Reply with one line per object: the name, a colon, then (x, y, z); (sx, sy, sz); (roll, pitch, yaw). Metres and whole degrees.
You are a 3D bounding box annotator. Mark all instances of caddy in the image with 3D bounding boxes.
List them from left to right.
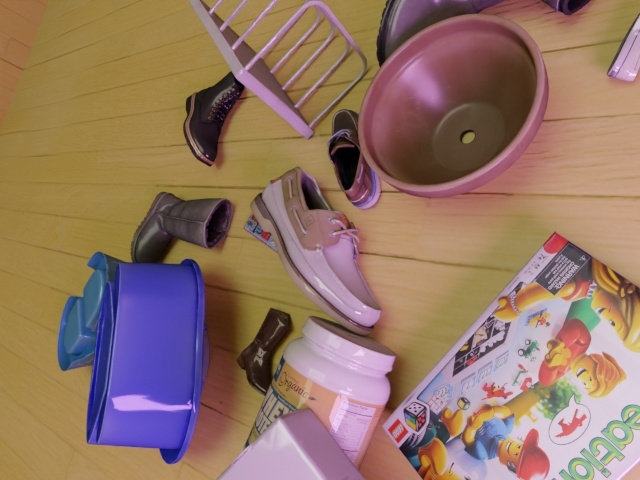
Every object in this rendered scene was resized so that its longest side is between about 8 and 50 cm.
caddy: (-0.275, 0.194, 0.801); (0.241, 0.179, 0.342); (-33, 53, 53)

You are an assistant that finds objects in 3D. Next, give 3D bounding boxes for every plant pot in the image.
plant pot: (0.176, -0.158, 0.617); (0.237, 0.109, 0.238); (-13, 68, 34)

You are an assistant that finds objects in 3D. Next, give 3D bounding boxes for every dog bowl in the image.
dog bowl: (-0.467, 0.153, 0.990); (0.297, 0.074, 0.166); (-49, 48, 29)

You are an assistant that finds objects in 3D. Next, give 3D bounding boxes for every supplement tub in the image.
supplement tub: (0.001, 0.212, 0.597); (0.144, 0.144, 0.200); (21, 88, 40)

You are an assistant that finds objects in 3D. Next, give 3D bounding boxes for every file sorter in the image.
file sorter: (-0.071, -0.361, 0.828); (0.173, 0.192, 0.278); (-41, 54, 15)

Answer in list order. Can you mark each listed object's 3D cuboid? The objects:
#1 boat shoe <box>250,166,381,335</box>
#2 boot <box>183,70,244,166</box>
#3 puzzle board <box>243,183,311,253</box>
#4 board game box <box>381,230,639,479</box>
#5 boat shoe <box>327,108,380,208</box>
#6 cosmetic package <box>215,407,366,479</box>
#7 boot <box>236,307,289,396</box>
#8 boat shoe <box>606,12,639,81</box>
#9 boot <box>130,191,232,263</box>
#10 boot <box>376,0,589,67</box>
boat shoe: (0.000, 0.000, 0.694); (0.103, 0.113, 0.302); (-47, 56, 13)
boot: (-0.211, -0.263, 0.979); (0.137, 0.077, 0.198); (-27, 60, 22)
puzzle board: (-0.079, -0.038, 0.835); (0.128, 0.011, 0.096); (32, 95, 39)
board game box: (0.228, 0.167, 0.499); (0.305, 0.053, 0.193); (-52, 51, 11)
boat shoe: (0.047, -0.141, 0.737); (0.066, 0.066, 0.183); (-29, 59, 26)
cosmetic package: (0.008, 0.293, 0.458); (0.117, 0.085, 0.231); (-45, 67, 7)
boot: (-0.075, 0.173, 0.744); (0.106, 0.037, 0.114); (39, 94, 37)
boat shoe: (0.372, -0.230, 0.546); (0.035, 0.035, 0.100); (28, 88, 13)
boot: (-0.279, -0.009, 0.948); (0.208, 0.076, 0.190); (16, 87, 33)
boot: (0.240, -0.343, 0.637); (0.222, 0.118, 0.338); (42, 105, 34)
